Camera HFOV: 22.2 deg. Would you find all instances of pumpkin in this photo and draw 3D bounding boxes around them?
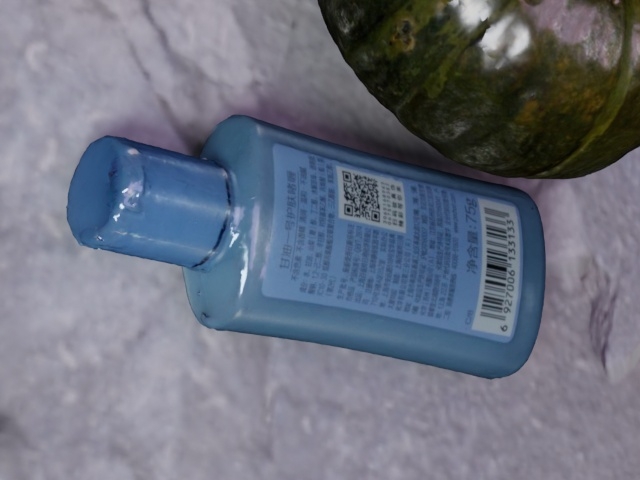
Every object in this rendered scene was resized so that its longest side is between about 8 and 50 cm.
[{"bbox_3d":[0.099,-0.136,0.832,0.223,0.157,0.224,12,63,-25],"label":"pumpkin"}]

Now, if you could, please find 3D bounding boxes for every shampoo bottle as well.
[{"bbox_3d":[0.000,0.000,0.789,0.258,0.061,0.104,13,75,-37],"label":"shampoo bottle"}]
